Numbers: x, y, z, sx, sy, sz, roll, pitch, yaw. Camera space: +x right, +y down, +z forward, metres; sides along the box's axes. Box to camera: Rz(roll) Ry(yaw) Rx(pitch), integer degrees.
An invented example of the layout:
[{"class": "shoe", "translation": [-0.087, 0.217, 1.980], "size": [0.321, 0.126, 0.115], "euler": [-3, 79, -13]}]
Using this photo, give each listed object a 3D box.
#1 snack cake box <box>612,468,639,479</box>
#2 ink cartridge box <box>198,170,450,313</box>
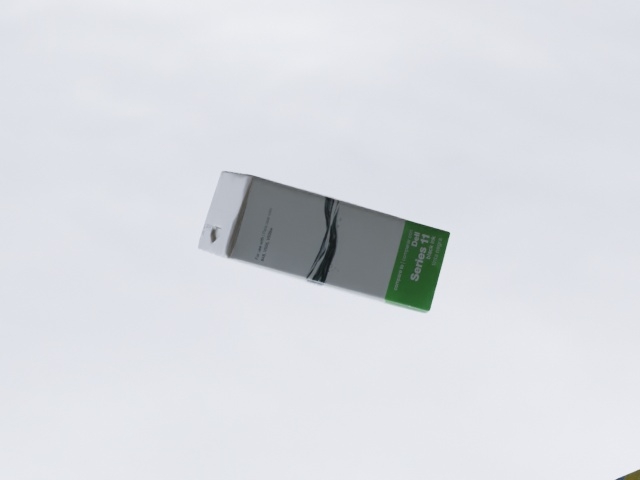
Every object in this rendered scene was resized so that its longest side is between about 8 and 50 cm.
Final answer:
[{"class": "snack cake box", "translation": [0.111, 0.203, 0.936], "size": [0.264, 0.152, 0.089], "euler": [-22, -111, -11]}, {"class": "ink cartridge box", "translation": [0.000, 0.000, 1.768], "size": [0.208, 0.087, 0.153], "euler": [16, 180, -16]}]
